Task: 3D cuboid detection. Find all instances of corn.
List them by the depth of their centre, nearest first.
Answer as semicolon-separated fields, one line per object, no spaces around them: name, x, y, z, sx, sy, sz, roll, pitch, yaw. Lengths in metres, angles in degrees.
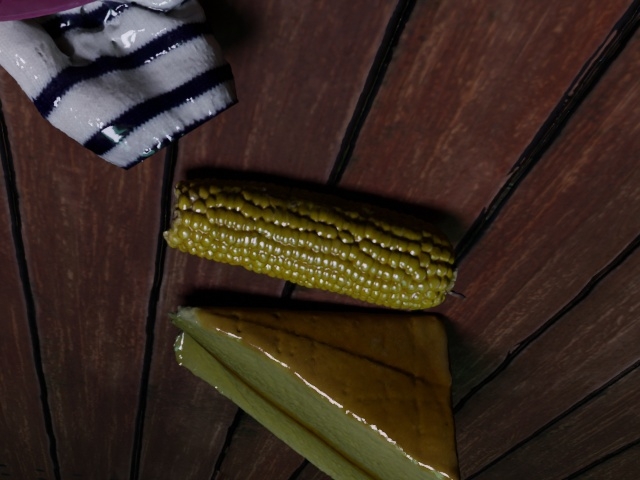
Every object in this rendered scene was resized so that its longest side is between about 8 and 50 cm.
corn;0.000;0.000;0.911;0.310;0.101;0.101;14;150;-6

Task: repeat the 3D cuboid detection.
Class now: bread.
bread;-0.029;0.217;1.166;0.361;0.245;0.233;7;152;-10

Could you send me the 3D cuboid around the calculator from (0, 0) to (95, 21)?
calculator;-0.189;-0.229;0.528;0.126;0.034;0.191;-6;116;19

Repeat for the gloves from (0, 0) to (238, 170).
gloves;-0.160;-0.165;0.638;0.140;0.131;0.219;-26;102;24
